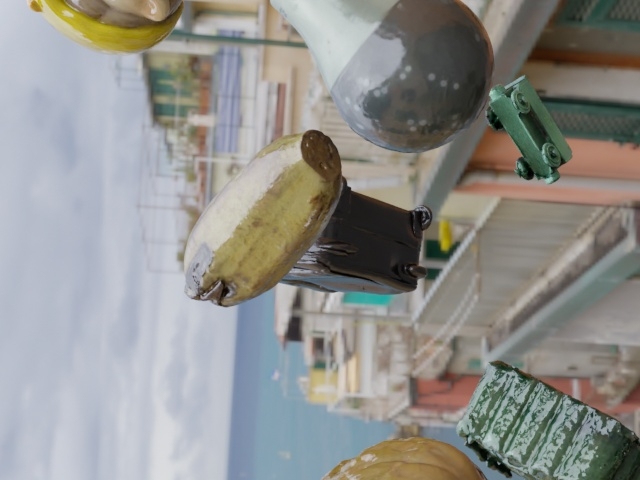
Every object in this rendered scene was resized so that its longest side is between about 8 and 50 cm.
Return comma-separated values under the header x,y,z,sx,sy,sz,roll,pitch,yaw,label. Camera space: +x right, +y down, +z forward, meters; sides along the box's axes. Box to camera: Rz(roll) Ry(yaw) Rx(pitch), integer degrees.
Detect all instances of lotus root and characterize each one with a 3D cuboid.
x,y,z,sx,sy,sz,roll,pitch,yaw,label
-0.058,-0.019,1.062,0.258,0.110,0.097,-45,13,40,lotus root

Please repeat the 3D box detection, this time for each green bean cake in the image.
x,y,z,sx,sy,sz,roll,pitch,yaw,label
0.277,0.243,1.173,0.107,0.208,0.193,-56,-47,-13,green bean cake

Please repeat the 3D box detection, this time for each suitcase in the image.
x,y,z,sx,sy,sz,roll,pitch,yaw,label
0.000,0.000,1.998,0.345,0.339,0.188,13,-102,-50,suitcase

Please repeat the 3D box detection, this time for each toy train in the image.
x,y,z,sx,sy,sz,roll,pitch,yaw,label
0.319,-0.168,1.576,0.070,0.172,0.099,-29,5,42,toy train

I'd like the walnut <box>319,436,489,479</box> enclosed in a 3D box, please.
x,y,z,sx,sy,sz,roll,pitch,yaw,label
0.046,0.216,0.658,0.184,0.155,0.155,-47,25,28,walnut

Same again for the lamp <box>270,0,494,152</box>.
x,y,z,sx,sy,sz,roll,pitch,yaw,label
0.039,-0.216,1.130,0.182,0.314,0.182,-155,90,-88,lamp

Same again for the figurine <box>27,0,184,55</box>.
x,y,z,sx,sy,sz,roll,pitch,yaw,label
-0.197,-0.331,1.144,0.344,0.187,0.215,-12,104,45,figurine
